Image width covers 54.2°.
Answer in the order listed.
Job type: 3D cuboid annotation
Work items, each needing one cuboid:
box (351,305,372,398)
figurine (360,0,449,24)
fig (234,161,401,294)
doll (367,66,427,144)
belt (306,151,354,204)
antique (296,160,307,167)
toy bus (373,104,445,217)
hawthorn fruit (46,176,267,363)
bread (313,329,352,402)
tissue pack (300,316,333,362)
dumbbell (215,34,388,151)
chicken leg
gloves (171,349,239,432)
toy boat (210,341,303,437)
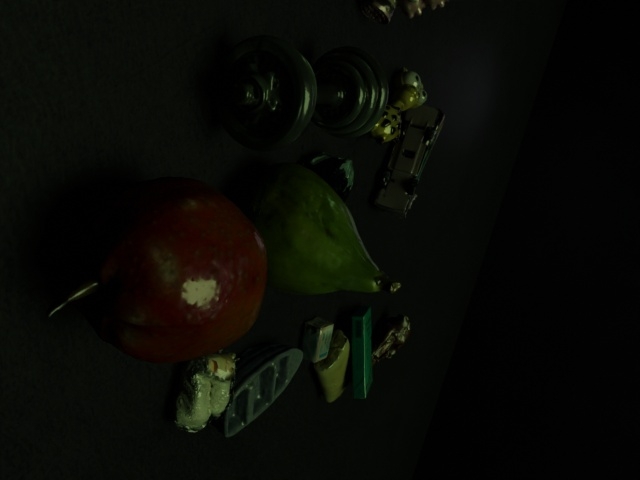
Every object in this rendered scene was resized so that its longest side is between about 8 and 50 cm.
[{"bbox_3d":[0.118,0.309,1.760,0.161,0.042,0.226,-18,107,-77],"label":"box"},{"bbox_3d":[0.154,-0.578,1.211,0.210,0.253,0.361,65,14,12],"label":"figurine"},{"bbox_3d":[-0.028,-0.009,1.104,0.233,0.314,0.232,-13,114,-30],"label":"fig"},{"bbox_3d":[0.193,-0.336,1.566,0.117,0.086,0.291,56,48,-22],"label":"doll"},{"bbox_3d":[0.008,-0.108,1.333,0.198,0.078,0.151,-52,152,-47],"label":"belt"},{"bbox_3d":[-0.068,-0.071,1.289,0.031,0.015,0.191,34,75,-64],"label":"antique"},{"bbox_3d":[0.243,-0.212,1.725,0.138,0.113,0.316,53,58,-72],"label":"toy bus"},{"bbox_3d":[-0.220,0.052,0.808,0.300,0.254,0.253,-30,131,-51],"label":"hawthorn fruit"},{"bbox_3d":[0.041,0.348,1.711,0.139,0.060,0.178,-56,150,-31],"label":"bread"},{"bbox_3d":[-0.010,0.247,1.549,0.074,0.059,0.094,-9,113,-60],"label":"tissue pack"},{"bbox_3d":[-0.020,-0.255,1.086,0.406,0.179,0.179,-22,125,-57],"label":"dumbbell"},{"bbox_3d":[0.183,0.346,1.981,0.304,0.093,0.113,-42,124,-34],"label":"chicken leg"},{"bbox_3d":[-0.211,0.275,1.144,0.114,0.070,0.153,12,94,-47],"label":"gloves"},{"bbox_3d":[-0.131,0.296,1.318,0.283,0.078,0.127,-32,132,-54],"label":"toy boat"}]
